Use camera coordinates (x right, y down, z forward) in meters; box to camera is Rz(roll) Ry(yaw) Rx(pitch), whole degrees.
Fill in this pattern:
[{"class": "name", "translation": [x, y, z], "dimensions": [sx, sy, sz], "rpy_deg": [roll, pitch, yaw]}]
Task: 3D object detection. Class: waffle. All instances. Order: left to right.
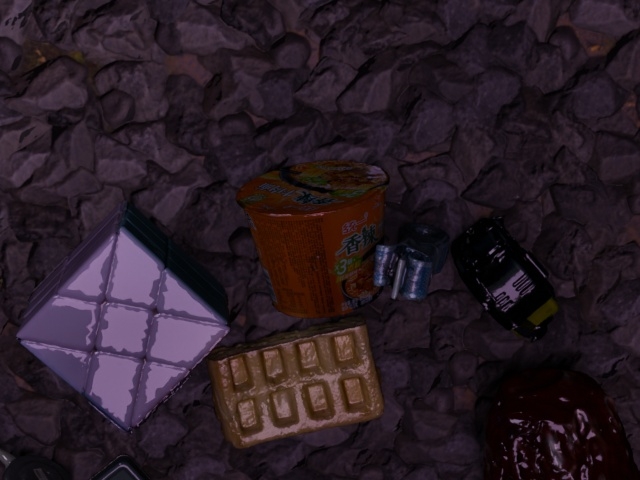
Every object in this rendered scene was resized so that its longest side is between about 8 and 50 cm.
[{"class": "waffle", "translation": [-0.037, 0.228, 1.917], "dimensions": [0.274, 0.057, 0.167], "rpy_deg": [-12, 103, -3]}]

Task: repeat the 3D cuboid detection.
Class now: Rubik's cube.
[{"class": "Rubik's cube", "translation": [-0.287, 0.107, 1.783], "dimensions": [0.231, 0.224, 0.221], "rpy_deg": [44, 95, -12]}]

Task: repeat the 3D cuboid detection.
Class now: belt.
[{"class": "belt", "translation": [0.135, 0.029, 1.774], "dimensions": [0.087, 0.302, 0.072], "rpy_deg": [17, 102, 9]}]

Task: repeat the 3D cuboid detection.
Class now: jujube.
[{"class": "jujube", "translation": [0.381, 0.393, 1.908], "dimensions": [0.259, 0.258, 0.376], "rpy_deg": [-8, 107, -4]}]

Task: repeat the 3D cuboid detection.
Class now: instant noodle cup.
[{"class": "instant noodle cup", "translation": [0.000, 0.000, 1.802], "dimensions": [0.230, 0.230, 0.182], "rpy_deg": [-10, 111, -4]}]

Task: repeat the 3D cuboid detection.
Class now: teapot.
[{"class": "teapot", "translation": [-0.474, 0.402, 1.886], "dimensions": [0.149, 0.111, 0.108], "rpy_deg": [25, 112, -15]}]

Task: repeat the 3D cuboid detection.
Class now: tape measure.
[{"class": "tape measure", "translation": [0.293, 0.064, 1.852], "dimensions": [0.112, 0.186, 0.199], "rpy_deg": [-41, 101, 11]}]

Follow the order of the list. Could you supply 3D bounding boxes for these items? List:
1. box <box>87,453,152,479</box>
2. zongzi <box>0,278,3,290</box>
[{"class": "box", "translation": [-0.335, 0.414, 1.939], "dimensions": [0.126, 0.031, 0.091], "rpy_deg": [-38, 103, 1]}, {"class": "zongzi", "translation": [-0.670, 0.154, 1.817], "dimensions": [0.289, 0.154, 0.317], "rpy_deg": [23, 79, -6]}]
